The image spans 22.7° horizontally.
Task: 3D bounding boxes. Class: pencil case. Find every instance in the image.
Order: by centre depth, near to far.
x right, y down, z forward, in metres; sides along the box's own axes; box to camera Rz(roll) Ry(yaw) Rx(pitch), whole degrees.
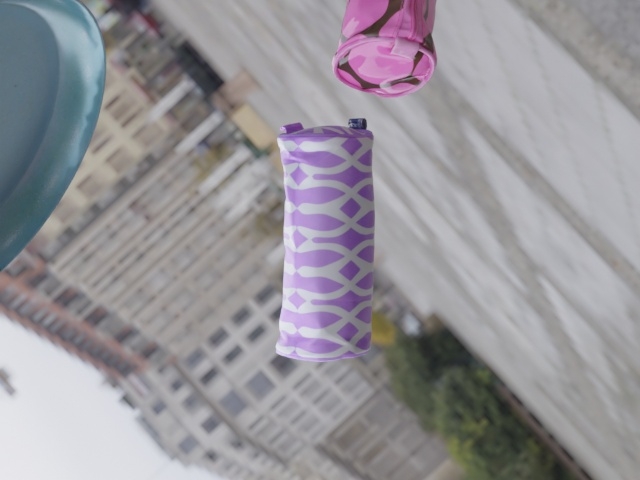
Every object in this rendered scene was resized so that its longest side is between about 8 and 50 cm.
[{"bbox_3d":[0.071,-0.223,1.292,0.095,0.209,0.098,25,155,-29],"label":"pencil case"},{"bbox_3d":[0.000,0.000,1.338,0.088,0.206,0.086,5,-174,41],"label":"pencil case"}]

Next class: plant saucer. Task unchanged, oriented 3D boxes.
[{"bbox_3d":[-0.299,-0.075,1.328,0.043,0.317,0.317,32,175,18],"label":"plant saucer"}]
